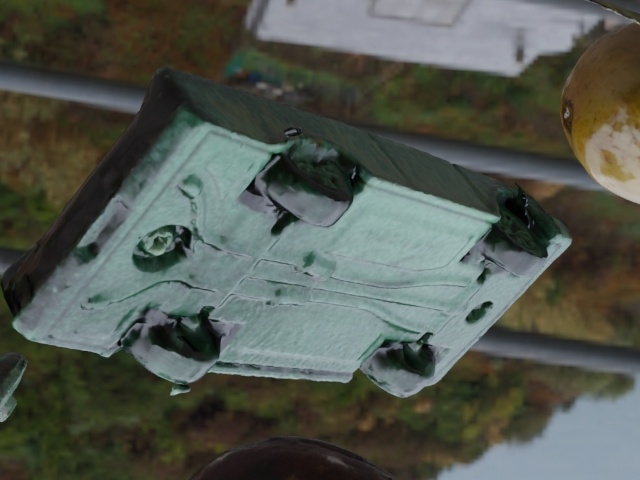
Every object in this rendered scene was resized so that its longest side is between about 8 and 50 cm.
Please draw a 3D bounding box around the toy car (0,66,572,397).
[{"bbox_3d":[0.000,0.000,0.708,0.321,0.097,0.141,12,125,-51],"label":"toy car"}]

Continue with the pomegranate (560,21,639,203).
[{"bbox_3d":[0.320,-0.115,1.269,0.196,0.196,0.196,5,167,1],"label":"pomegranate"}]

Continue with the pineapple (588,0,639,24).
[{"bbox_3d":[0.354,-0.121,0.873,0.334,0.161,0.158,19,120,-27],"label":"pineapple"}]

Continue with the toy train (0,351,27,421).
[{"bbox_3d":[-0.348,0.157,1.050,0.150,0.304,0.221,42,111,-14],"label":"toy train"}]

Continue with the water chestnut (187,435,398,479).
[{"bbox_3d":[-0.022,0.325,1.309,0.300,0.300,0.300,5,167,1],"label":"water chestnut"}]
